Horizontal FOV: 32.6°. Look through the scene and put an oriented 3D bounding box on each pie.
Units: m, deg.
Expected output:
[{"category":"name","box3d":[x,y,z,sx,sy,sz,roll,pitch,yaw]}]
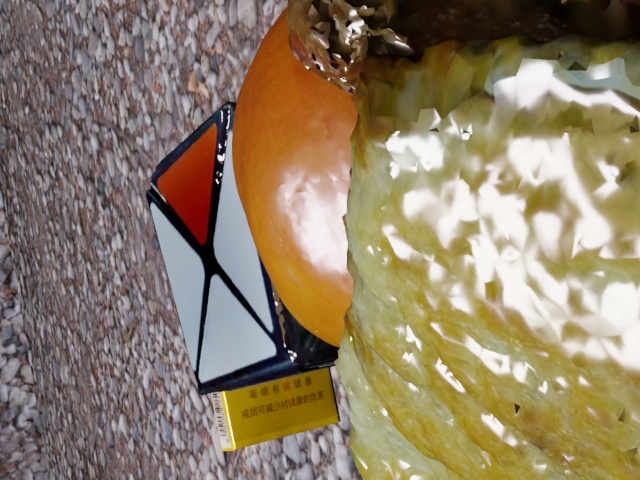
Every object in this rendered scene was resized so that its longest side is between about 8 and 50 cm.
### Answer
[{"category":"pie","box3d":[0.162,0.071,0.515,0.395,0.180,0.418,25,135,44]}]

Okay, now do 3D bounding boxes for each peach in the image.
[{"category":"peach","box3d":[0.101,-0.074,0.801,0.342,0.342,0.302,12,104,57]}]

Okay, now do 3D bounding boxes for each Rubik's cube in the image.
[{"category":"Rubik's cube","box3d":[0.000,0.000,1.068,0.250,0.246,0.248,-27,75,60]}]

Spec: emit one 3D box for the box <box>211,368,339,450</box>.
[{"category":"box","box3d":[-0.071,0.102,1.309,0.043,0.152,0.269,-16,85,56]}]
